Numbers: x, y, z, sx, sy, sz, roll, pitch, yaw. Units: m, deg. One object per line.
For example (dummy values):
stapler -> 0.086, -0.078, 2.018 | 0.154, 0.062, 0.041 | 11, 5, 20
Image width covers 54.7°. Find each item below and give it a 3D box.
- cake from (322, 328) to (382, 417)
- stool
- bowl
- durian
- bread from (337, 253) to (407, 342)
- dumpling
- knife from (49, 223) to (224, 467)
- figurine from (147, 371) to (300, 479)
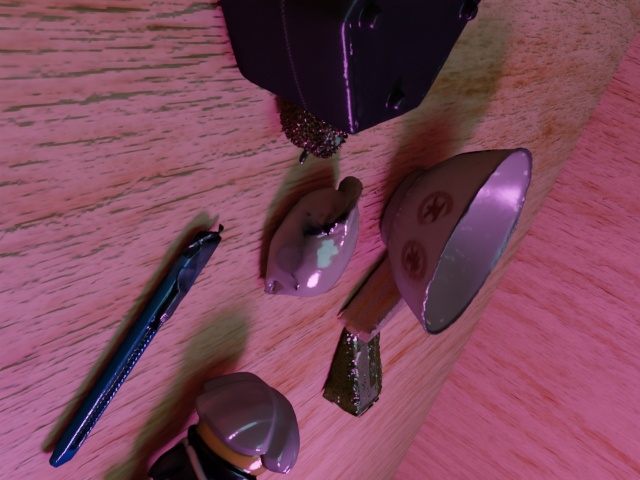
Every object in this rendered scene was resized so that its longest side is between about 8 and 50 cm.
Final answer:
cake -> 0.062, 0.227, 1.262 | 0.100, 0.099, 0.235 | -28, 123, -46
stool -> 0.035, -0.211, 0.506 | 0.232, 0.141, 0.232 | -43, 153, -29
bowl -> 0.205, -0.023, 1.045 | 0.337, 0.157, 0.337 | -39, 145, -35
durian -> -0.004, -0.122, 0.630 | 0.091, 0.080, 0.080 | -66, 156, 5
bread -> 0.111, 0.100, 1.133 | 0.152, 0.077, 0.105 | -37, 154, -45
dumpling -> 0.000, -0.001, 0.788 | 0.150, 0.092, 0.176 | -46, 153, -58
knife -> -0.185, 0.107, 0.632 | 0.296, 0.026, 0.044 | -57, 169, 0
figurine -> -0.128, 0.293, 0.813 | 0.236, 0.133, 0.176 | -50, 125, -3
